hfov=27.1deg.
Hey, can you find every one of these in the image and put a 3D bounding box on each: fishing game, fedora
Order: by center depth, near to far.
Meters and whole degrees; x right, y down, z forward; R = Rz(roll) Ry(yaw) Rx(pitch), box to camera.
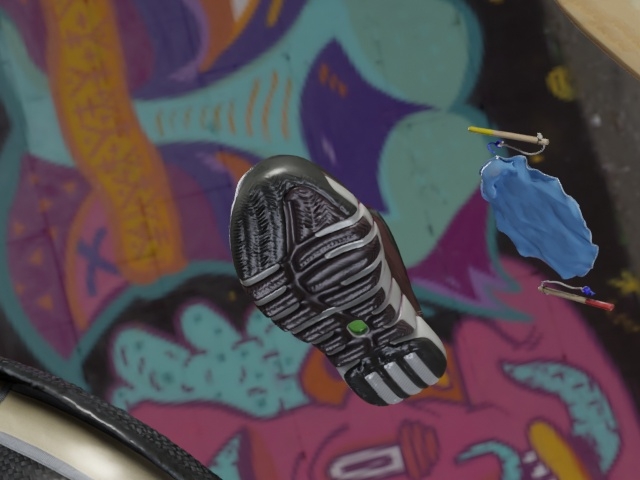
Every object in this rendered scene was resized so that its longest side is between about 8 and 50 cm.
[{"bbox_3d":[-0.160,0.208,0.783,0.334,0.152,0.334,27,150,17],"label":"fedora"},{"bbox_3d":[0.272,-0.032,1.636,0.189,0.041,0.264,13,137,58],"label":"fishing game"}]

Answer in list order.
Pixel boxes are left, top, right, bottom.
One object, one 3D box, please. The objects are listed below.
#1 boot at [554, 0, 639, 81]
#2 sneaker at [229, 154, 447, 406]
[{"bbox_3d":[0.252,-0.075,0.669,0.104,0.295,0.211,-62,-16,5],"label":"boot"},{"bbox_3d":[0.000,0.000,1.038,0.281,0.106,0.162,58,-169,-44],"label":"sneaker"}]
